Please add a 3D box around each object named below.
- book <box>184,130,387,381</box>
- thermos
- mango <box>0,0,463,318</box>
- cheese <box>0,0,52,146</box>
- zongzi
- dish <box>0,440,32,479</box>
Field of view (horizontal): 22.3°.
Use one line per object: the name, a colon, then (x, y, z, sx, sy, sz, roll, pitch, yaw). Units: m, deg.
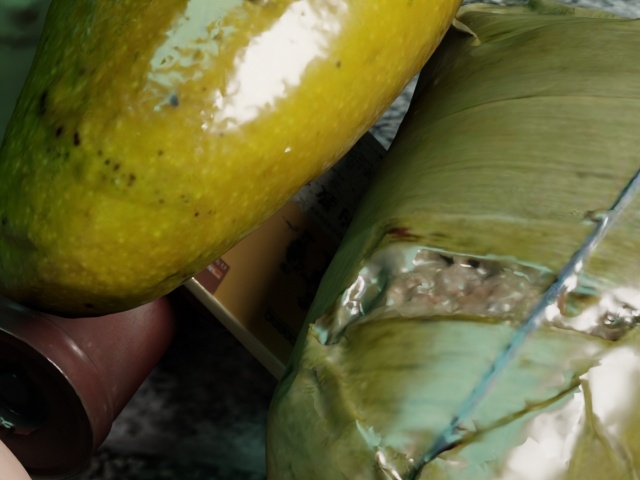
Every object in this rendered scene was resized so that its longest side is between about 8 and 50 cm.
book: (0.000, 0.000, 0.802, 0.012, 0.118, 0.172, -31, 20, 39)
thermos: (-0.098, 0.007, 0.801, 0.124, 0.099, 0.232, -17, 26, 37)
mango: (-0.037, -0.108, 0.714, 0.175, 0.176, 0.329, 30, 44, 2)
cheese: (-0.095, -0.154, 0.939, 0.247, 0.174, 0.251, -3, 34, 1)
zongzi: (0.188, 0.047, 0.669, 0.392, 0.174, 0.356, 10, 41, 17)
dish: (-0.155, 0.160, 0.580, 0.090, 0.213, 0.213, 27, 38, -14)
